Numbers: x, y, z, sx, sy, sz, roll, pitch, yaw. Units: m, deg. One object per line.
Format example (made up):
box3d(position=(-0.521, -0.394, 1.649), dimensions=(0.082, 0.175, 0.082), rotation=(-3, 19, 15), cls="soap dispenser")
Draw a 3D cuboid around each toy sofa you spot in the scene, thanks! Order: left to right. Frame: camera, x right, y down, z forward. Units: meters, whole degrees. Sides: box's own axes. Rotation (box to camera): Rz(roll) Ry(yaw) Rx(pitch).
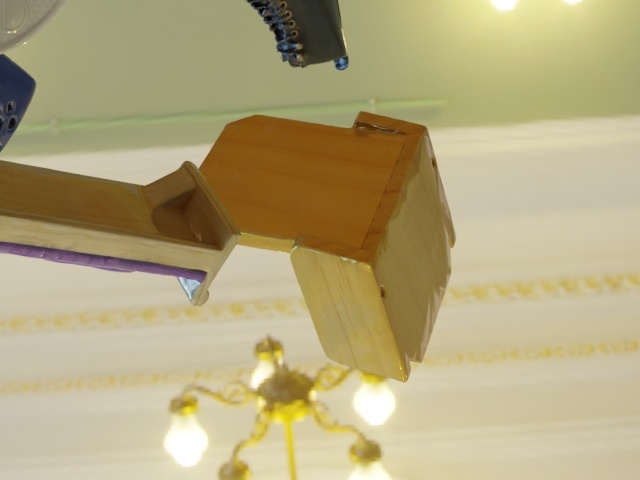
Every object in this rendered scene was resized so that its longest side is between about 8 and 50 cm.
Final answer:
box3d(position=(-0.289, -0.007, 1.448), dimensions=(0.362, 0.177, 0.150), rotation=(10, -148, -44), cls="toy sofa")

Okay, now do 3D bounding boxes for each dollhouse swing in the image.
box3d(position=(0.000, 0.000, 1.908), dimensions=(0.304, 0.315, 0.347), rotation=(-3, -144, 22), cls="dollhouse swing")

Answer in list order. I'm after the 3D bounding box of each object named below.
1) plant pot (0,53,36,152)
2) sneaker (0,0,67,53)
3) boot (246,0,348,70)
box3d(position=(-0.540, -0.167, 1.619), dimensions=(0.235, 0.236, 0.212), rotation=(8, -105, 22), cls="plant pot")
box3d(position=(-0.389, -0.224, 1.247), dimensions=(0.295, 0.105, 0.147), rotation=(-32, -146, -11), cls="sneaker")
box3d(position=(-0.048, -0.210, 1.105), dimensions=(0.197, 0.137, 0.077), rotation=(-13, -171, -38), cls="boot")
